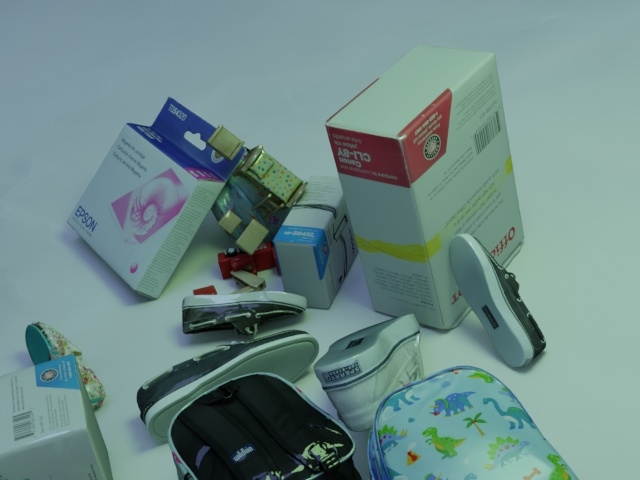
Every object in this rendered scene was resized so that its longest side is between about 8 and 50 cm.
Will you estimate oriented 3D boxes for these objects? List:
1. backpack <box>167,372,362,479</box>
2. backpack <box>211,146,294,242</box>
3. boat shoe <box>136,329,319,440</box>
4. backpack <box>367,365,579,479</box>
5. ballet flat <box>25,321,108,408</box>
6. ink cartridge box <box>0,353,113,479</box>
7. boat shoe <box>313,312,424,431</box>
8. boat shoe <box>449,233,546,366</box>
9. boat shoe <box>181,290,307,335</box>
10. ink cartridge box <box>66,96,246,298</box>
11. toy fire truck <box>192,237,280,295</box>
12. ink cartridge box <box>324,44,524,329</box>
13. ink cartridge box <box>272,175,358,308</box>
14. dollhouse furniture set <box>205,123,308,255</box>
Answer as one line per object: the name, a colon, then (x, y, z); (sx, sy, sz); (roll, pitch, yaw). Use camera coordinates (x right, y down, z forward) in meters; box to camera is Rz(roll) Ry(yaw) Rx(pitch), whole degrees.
backpack: (-0.085, 0.311, 1.587); (0.225, 0.191, 0.253); (-28, 45, -24)
backpack: (-0.135, -0.080, 2.170); (0.144, 0.165, 0.188); (-39, 39, -18)
boat shoe: (-0.151, 0.208, 1.820); (0.303, 0.114, 0.091); (-22, 42, -14)
backpack: (0.198, 0.332, 1.449); (0.290, 0.273, 0.355); (-23, 24, -3)
ballet flat: (-0.433, 0.219, 1.943); (0.077, 0.091, 0.241); (2, 29, -35)
ink cartridge box: (-0.455, 0.330, 1.659); (0.270, 0.197, 0.198); (-16, 31, -9)
boat shoe: (0.096, 0.212, 1.712); (0.136, 0.156, 0.367); (-20, 2, 13)
boat shoe: (0.285, 0.086, 1.796); (0.076, 0.080, 0.228); (-22, 76, -34)
boat shoe: (-0.130, 0.131, 1.965); (0.219, 0.078, 0.070); (-4, 71, 7)
ink cartridge box: (-0.324, -0.101, 2.189); (0.324, 0.071, 0.330); (35, 97, 48)
toy fire truck: (-0.136, 0.065, 2.070); (0.192, 0.047, 0.135); (-13, 35, -1)
ink cartridge box: (0.184, -0.088, 1.889); (0.160, 0.384, 0.279); (13, 43, 37)
ink cartridge box: (0.000, 0.000, 2.028); (0.086, 0.148, 0.203); (5, 40, 22)
dollhouse furniture set: (-0.146, -0.091, 2.014); (0.161, 0.182, 0.101); (-55, 11, -10)
